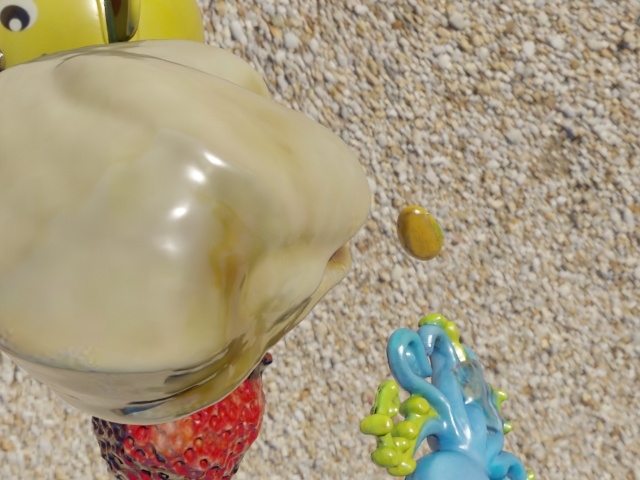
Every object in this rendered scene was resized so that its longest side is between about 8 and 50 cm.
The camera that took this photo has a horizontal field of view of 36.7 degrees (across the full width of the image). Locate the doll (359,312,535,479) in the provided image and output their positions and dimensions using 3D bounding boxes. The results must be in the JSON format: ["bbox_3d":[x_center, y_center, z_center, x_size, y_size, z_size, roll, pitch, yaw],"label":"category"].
[{"bbox_3d":[0.159,0.266,1.200,0.098,0.341,0.346,-25,120,31],"label":"doll"}]

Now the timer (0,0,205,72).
[{"bbox_3d":[-0.327,-0.279,1.400,0.376,0.387,0.376,-12,121,-22],"label":"timer"}]

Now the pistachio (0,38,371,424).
[{"bbox_3d":[-0.144,-0.035,0.808,0.365,0.445,0.281,3,123,-12],"label":"pistachio"}]

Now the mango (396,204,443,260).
[{"bbox_3d":[0.171,-0.014,1.673,0.079,0.057,0.114,-5,129,22],"label":"mango"}]

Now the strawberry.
[{"bbox_3d":[-0.241,0.294,1.571,0.291,0.291,0.310,18,79,-20],"label":"strawberry"}]
